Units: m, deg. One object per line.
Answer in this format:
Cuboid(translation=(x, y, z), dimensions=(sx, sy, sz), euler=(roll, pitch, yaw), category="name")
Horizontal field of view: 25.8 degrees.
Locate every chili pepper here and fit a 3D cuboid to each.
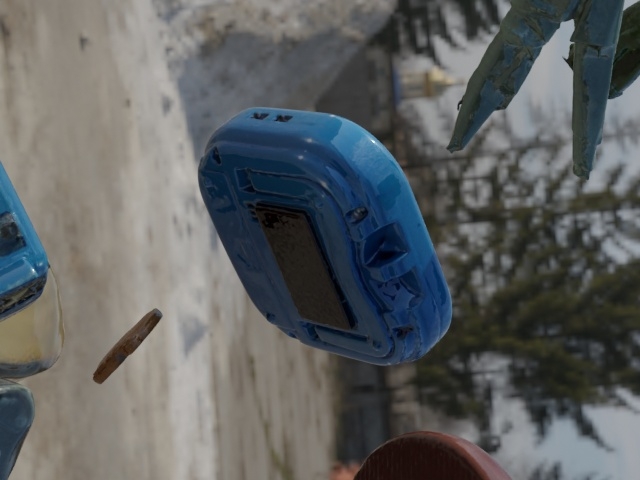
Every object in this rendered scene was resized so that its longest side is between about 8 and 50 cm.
Cuboid(translation=(0.379, -0.258, 1.593), dimensions=(0.227, 0.088, 0.059), euler=(-48, -166, 42), category="chili pepper")

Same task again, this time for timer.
Cuboid(translation=(0.000, 0.000, 1.715), dimensions=(0.115, 0.309, 0.340), euler=(-42, 124, -32), category="timer")

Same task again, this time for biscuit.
Cuboid(translation=(-0.243, 0.131, 1.741), dimensions=(0.130, 0.019, 0.102), euler=(-43, -172, 37), category="biscuit")

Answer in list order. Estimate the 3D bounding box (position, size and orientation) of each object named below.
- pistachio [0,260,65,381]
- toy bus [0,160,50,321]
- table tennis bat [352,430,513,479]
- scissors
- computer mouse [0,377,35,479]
Cuboid(translation=(-0.527, 0.056, 1.749), dimensions=(0.281, 0.446, 0.365), euler=(-61, -147, 13), category="pistachio")
Cuboid(translation=(-0.314, -0.044, 1.118), dimensions=(0.246, 0.114, 0.134), euler=(64, -28, -2), category="toy bus")
Cuboid(translation=(0.050, 0.283, 1.063), dimensions=(0.415, 0.051, 0.268), euler=(-22, -114, 61), category="table tennis bat")
Cuboid(translation=(0.168, -0.191, 0.790), dimensions=(0.029, 0.256, 0.383), euler=(-102, -161, -50), category="scissors")
Cuboid(translation=(-0.406, 0.187, 1.271), dimensions=(0.379, 0.090, 0.167), euler=(8, 111, -62), category="computer mouse")
